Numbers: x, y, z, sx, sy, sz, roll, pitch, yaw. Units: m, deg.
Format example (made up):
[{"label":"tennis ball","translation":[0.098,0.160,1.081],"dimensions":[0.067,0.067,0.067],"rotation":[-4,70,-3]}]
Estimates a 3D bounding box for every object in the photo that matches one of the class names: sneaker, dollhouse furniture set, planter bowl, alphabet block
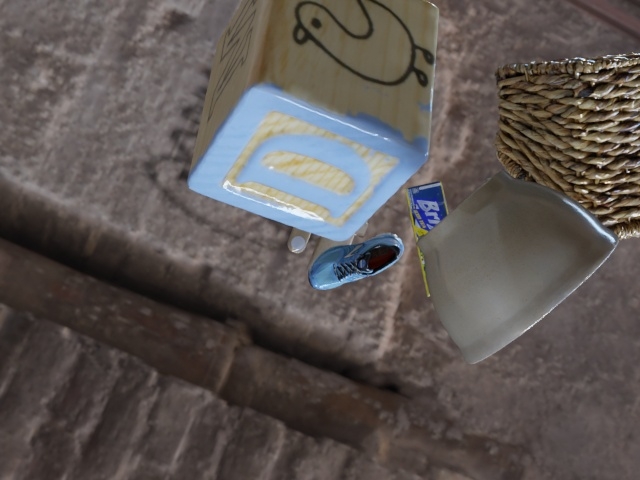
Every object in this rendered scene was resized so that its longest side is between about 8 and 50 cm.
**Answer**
[{"label":"sneaker","translation":[0.055,0.033,1.537],"dimensions":[0.162,0.063,0.073],"rotation":[-24,-171,1]},{"label":"dollhouse furniture set","translation":[0.000,0.000,1.594],"dimensions":[0.151,0.144,0.123],"rotation":[-131,-118,-73]},{"label":"planter bowl","translation":[0.150,0.009,0.815],"dimensions":[0.162,0.109,0.162],"rotation":[-40,177,-3]},{"label":"alphabet block","translation":[-0.007,-0.145,0.992],"dimensions":[0.193,0.192,0.197],"rotation":[-44,-147,51]}]

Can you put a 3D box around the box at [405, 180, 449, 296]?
[{"label":"box","translation":[0.174,-0.002,1.487],"dimensions":[0.054,0.059,0.169],"rotation":[13,65,-83]}]

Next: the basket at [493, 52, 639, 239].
[{"label":"basket","translation":[0.377,-0.130,1.266],"dimensions":[0.213,0.299,0.223],"rotation":[13,-69,59]}]
